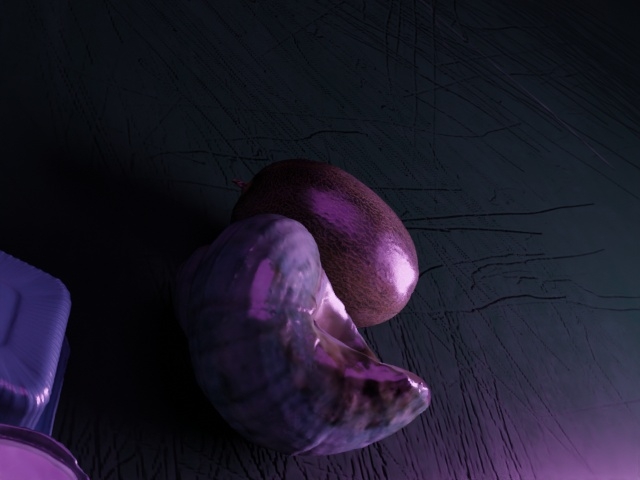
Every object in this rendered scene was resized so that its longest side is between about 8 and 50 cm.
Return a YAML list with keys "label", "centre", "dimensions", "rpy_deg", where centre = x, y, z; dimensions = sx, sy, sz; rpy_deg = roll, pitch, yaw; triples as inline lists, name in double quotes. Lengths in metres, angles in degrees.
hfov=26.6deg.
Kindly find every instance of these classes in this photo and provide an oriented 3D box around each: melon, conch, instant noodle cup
- label: "melon"
  centre: [0.000, 0.000, 1.053]
  dimensions: [0.167, 0.114, 0.114]
  rpy_deg: [37, 33, -11]
- label: "conch"
  centre: [-0.024, 0.067, 0.947]
  dimensions: [0.176, 0.122, 0.188]
  rpy_deg: [-4, 56, -58]
- label: "instant noodle cup"
  centre: [-0.226, 0.053, 0.801]
  dimensions: [0.179, 0.070, 0.157]
  rpy_deg: [28, 33, -19]

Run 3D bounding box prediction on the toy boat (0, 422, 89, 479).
- label: "toy boat"
  centre: [-0.208, 0.170, 0.693]
  dimensions: [0.207, 0.079, 0.134]
  rpy_deg: [-28, 74, -44]
